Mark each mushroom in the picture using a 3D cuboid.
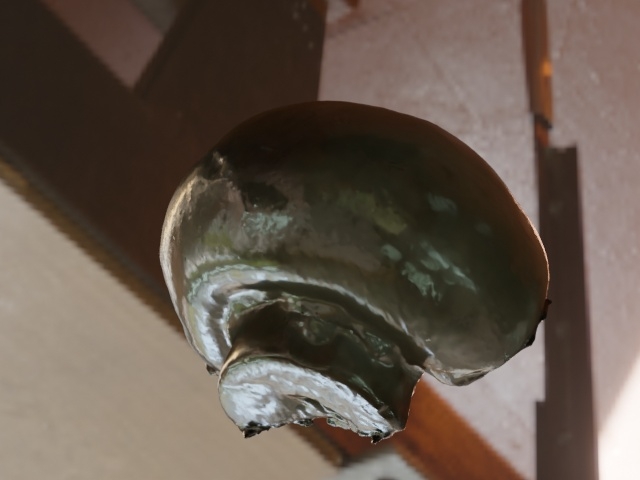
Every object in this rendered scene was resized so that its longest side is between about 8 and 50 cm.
[{"bbox_3d":[0.000,0.000,0.787,0.188,0.141,0.117,-6,130,38],"label":"mushroom"}]
